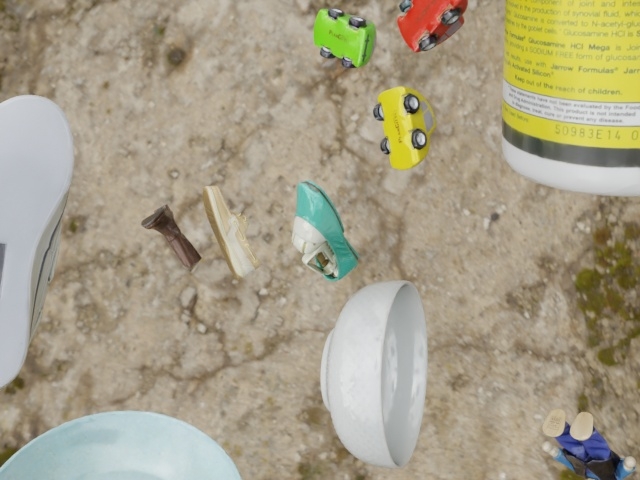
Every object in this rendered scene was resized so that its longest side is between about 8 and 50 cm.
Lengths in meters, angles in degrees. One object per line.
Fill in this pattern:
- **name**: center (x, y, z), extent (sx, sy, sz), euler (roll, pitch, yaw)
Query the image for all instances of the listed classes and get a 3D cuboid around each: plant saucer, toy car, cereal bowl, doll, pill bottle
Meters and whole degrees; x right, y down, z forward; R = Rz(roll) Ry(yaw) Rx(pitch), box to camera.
- **plant saucer**: center (-0.148, 0.210, 0.552), extent (0.195, 0.037, 0.195), euler (2, 39, -2)
- **toy car**: center (0.078, -0.229, 0.943), extent (0.225, 0.053, 0.238), euler (38, 128, 38)
- **cereal bowl**: center (0.093, 0.237, 1.420), extent (0.141, 0.339, 0.338), euler (2, 72, 21)
- **doll**: center (0.368, 0.298, 1.082), extent (0.129, 0.189, 0.046), euler (-2, 50, 39)
- **pill bottle**: center (0.242, -0.218, 0.614), extent (0.188, 0.188, 0.333), euler (10, 119, 28)

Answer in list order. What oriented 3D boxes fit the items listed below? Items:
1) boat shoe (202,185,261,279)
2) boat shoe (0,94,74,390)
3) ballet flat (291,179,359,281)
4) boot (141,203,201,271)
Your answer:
- **boat shoe**: center (-0.147, -0.020, 1.309), extent (0.059, 0.170, 0.063), euler (-25, 21, -16)
- **boat shoe**: center (-0.276, 0.003, 0.676), extent (0.095, 0.084, 0.258), euler (15, 77, -15)
- **ballet flat**: center (0.000, 0.000, 1.300), extent (0.083, 0.247, 0.087), euler (33, 75, 33)
- **boot**: center (-0.229, 0.004, 1.220), extent (0.037, 0.106, 0.114), euler (-25, 102, 14)
